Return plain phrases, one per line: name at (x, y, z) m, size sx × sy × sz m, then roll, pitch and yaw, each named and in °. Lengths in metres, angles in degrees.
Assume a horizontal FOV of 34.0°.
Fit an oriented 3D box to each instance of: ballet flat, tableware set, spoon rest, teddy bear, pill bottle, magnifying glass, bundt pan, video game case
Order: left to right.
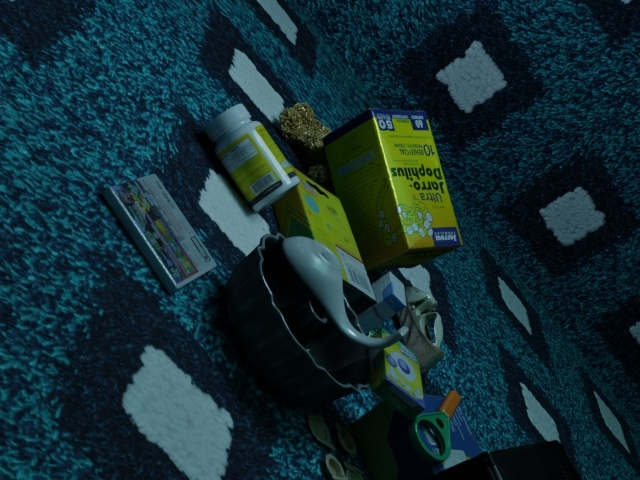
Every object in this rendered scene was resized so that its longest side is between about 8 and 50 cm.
video game case at (-0.270, -0.016, 1.781) m, size 0.201 × 0.023 × 0.183 m, roll 56°, pitch 19°, yaw 0°
pill bottle at (-0.146, -0.175, 2.196) m, size 0.208 × 0.119 × 0.119 m, roll 56°, pitch 19°, yaw 0°
bundt pan at (-0.051, 0.154, 1.872) m, size 0.331 × 0.124 × 0.331 m, roll 48°, pitch 20°, yaw -24°
teddy bear at (0.022, -0.216, 2.689) m, size 0.338 × 0.113 × 0.245 m, roll 60°, pitch 21°, yaw 13°
spoon rest at (0.031, 0.097, 1.887) m, size 0.276 × 0.084 × 0.137 m, roll 44°, pitch 16°, yaw 7°
tableware set at (0.035, 0.382, 1.862) m, size 0.141 × 0.020 × 0.168 m, roll 33°, pitch 30°, yaw -49°
ballet flat at (0.240, 0.190, 2.547) m, size 0.107 × 0.106 × 0.316 m, roll 41°, pitch 23°, yaw -38°
magnifying glass at (0.219, 0.338, 1.936) m, size 0.092 × 0.026 × 0.231 m, roll 50°, pitch 29°, yaw 1°

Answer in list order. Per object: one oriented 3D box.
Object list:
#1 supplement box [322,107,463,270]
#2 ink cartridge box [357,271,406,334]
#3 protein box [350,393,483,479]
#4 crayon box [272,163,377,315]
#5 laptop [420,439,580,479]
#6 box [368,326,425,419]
supplement box at (0.173, -0.121, 2.550) m, size 0.194 × 0.195 × 0.356 m, roll -4°, pitch 75°, yaw -41°
ink cartridge box at (0.126, 0.140, 2.330) m, size 0.052 × 0.122 × 0.088 m, roll 43°, pitch 22°, yaw -23°
protein box at (0.197, 0.410, 1.986) m, size 0.201 × 0.136 × 0.199 m, roll 17°, pitch 41°, yaw -48°
crayon box at (0.000, 0.000, 2.314) m, size 0.202 × 0.081 × 0.318 m, roll 34°, pitch 29°, yaw -44°
laptop at (0.316, 0.572, 1.776) m, size 0.236 × 0.408 × 0.382 m, roll 68°, pitch -2°, yaw -67°
box at (0.138, 0.237, 1.925) m, size 0.105 × 0.043 × 0.179 m, roll 39°, pitch 22°, yaw -22°
